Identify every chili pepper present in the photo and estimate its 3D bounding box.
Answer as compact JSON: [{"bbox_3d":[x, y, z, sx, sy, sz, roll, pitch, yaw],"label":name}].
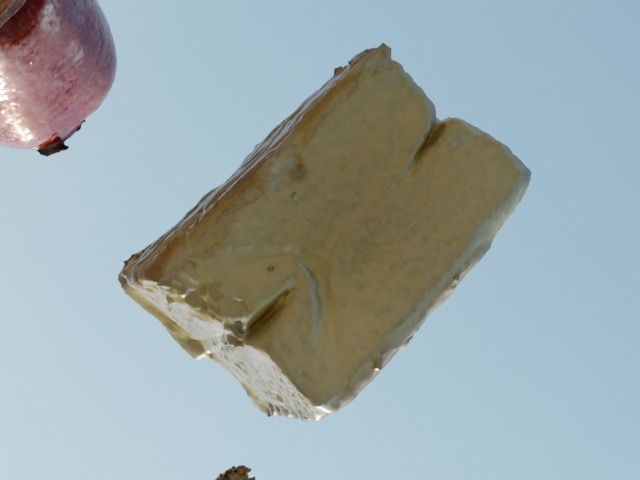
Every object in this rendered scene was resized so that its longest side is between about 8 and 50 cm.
[{"bbox_3d":[-0.421,-0.284,2.024,0.251,0.305,0.229,-40,-115,-5],"label":"chili pepper"}]

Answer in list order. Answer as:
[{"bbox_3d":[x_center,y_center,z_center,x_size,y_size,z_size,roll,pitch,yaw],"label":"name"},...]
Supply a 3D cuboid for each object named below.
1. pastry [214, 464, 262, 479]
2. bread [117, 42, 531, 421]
[{"bbox_3d":[-0.110,0.272,1.408,0.140,0.056,0.080,-52,-176,35],"label":"pastry"},{"bbox_3d":[0.000,0.000,1.771,0.390,0.279,0.371,-45,-173,-12],"label":"bread"}]
